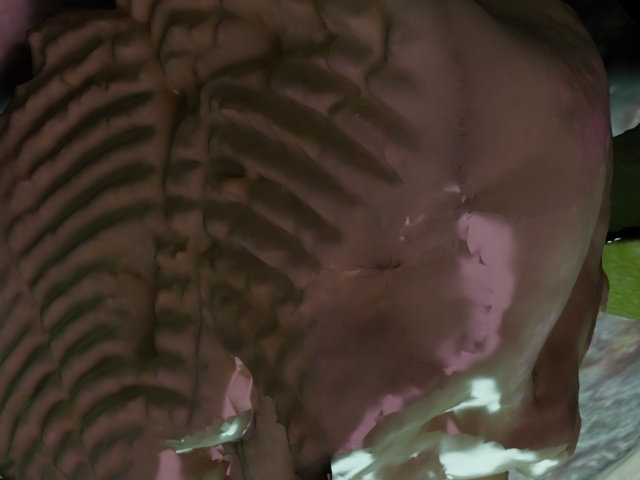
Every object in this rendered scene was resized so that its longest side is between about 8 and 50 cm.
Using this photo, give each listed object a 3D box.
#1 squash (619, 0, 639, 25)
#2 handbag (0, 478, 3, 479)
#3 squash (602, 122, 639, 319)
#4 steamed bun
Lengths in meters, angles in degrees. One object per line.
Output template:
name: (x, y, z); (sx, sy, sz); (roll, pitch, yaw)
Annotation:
squash: (0.197, -0.150, 0.550); (0.193, 0.156, 0.193); (4, 130, 5)
handbag: (-0.187, 0.189, 0.830); (0.260, 0.079, 0.247); (-14, 142, -10)
squash: (0.198, -0.053, 0.620); (0.237, 0.204, 0.155); (-29, 136, -4)
steamed bun: (0.000, 0.000, 0.565); (0.206, 0.275, 0.320); (-1, 174, -45)
